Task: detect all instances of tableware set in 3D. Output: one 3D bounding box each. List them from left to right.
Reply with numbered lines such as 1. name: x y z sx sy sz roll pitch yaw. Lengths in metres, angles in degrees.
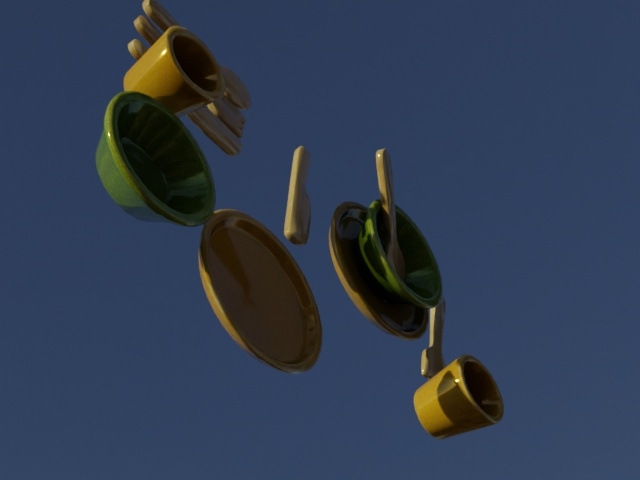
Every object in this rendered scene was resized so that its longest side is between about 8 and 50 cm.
1. tableware set: 0.000 0.000 0.369 0.024 0.104 0.154 -30 -60 26
